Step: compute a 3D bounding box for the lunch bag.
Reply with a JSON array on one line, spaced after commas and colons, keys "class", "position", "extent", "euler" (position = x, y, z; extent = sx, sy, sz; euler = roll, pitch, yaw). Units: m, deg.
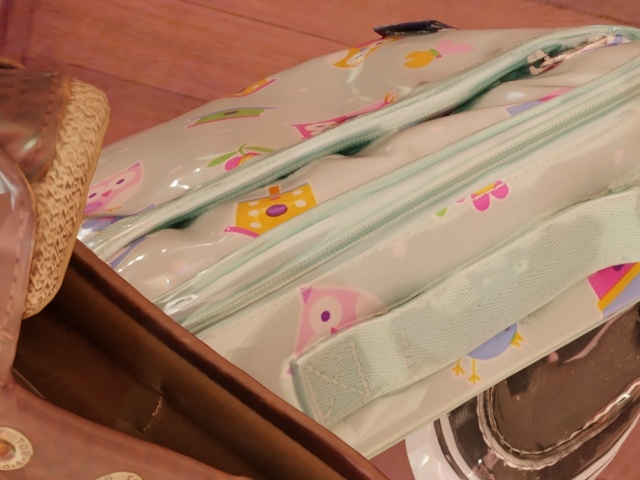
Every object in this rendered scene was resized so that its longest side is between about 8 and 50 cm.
[{"class": "lunch bag", "position": [0.000, 0.000, 0.584], "extent": [0.279, 0.224, 0.108], "euler": [-29, 107, -28]}]

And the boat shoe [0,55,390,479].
[{"class": "boat shoe", "position": [-0.099, -0.002, 0.362], "extent": [0.123, 0.123, 0.342], "euler": [-37, 113, 13]}]

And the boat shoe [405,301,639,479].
[{"class": "boat shoe", "position": [0.151, 0.008, 0.738], "extent": [0.113, 0.105, 0.306], "euler": [44, 59, 3]}]
